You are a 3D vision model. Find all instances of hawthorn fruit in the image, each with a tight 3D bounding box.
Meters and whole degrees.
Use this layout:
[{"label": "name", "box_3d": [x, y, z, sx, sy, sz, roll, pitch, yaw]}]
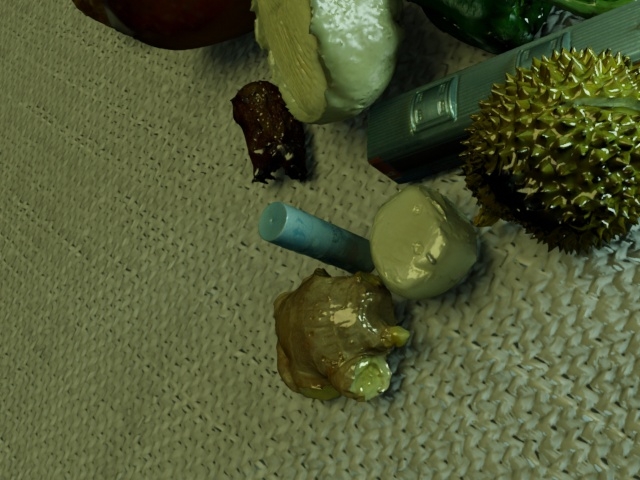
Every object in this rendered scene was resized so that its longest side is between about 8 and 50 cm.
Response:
[{"label": "hawthorn fruit", "box_3d": [-0.173, -0.426, 1.350, 0.308, 0.325, 0.308, -161, 90, -87]}]

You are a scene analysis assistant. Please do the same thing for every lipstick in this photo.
[{"label": "lipstick", "box_3d": [0.000, 0.000, 1.076, 0.048, 0.158, 0.048, -19, 62, 39]}]

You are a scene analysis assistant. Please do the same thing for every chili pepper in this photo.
[{"label": "chili pepper", "box_3d": [0.205, -0.288, 0.987, 0.261, 0.165, 0.174, 29, 101, 32]}]

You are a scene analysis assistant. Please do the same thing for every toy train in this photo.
[{"label": "toy train", "box_3d": [0.225, -0.158, 0.974, 0.409, 0.089, 0.086, -17, 57, 40]}]

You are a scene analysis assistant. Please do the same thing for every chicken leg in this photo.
[{"label": "chicken leg", "box_3d": [-0.074, -0.156, 1.286, 0.105, 0.063, 0.234, -40, 47, 20]}]

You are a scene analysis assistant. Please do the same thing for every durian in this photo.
[{"label": "durian", "box_3d": [0.210, -0.067, 0.876, 0.193, 0.138, 0.237, 46, 131, 7]}]

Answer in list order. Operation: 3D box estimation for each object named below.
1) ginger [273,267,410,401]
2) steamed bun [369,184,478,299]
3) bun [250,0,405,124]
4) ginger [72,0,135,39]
[{"label": "ginger", "box_3d": [0.019, 0.105, 1.052, 0.216, 0.102, 0.157, -7, 75, 50]}, {"label": "steamed bun", "box_3d": [0.113, 0.008, 1.010, 0.112, 0.091, 0.130, -46, 44, 17]}, {"label": "bun", "box_3d": [0.014, -0.273, 1.118, 0.152, 0.259, 0.259, -19, 47, -14]}, {"label": "ginger", "box_3d": [-0.330, -0.511, 1.630, 0.274, 0.152, 0.357, -11, 66, 20]}]
